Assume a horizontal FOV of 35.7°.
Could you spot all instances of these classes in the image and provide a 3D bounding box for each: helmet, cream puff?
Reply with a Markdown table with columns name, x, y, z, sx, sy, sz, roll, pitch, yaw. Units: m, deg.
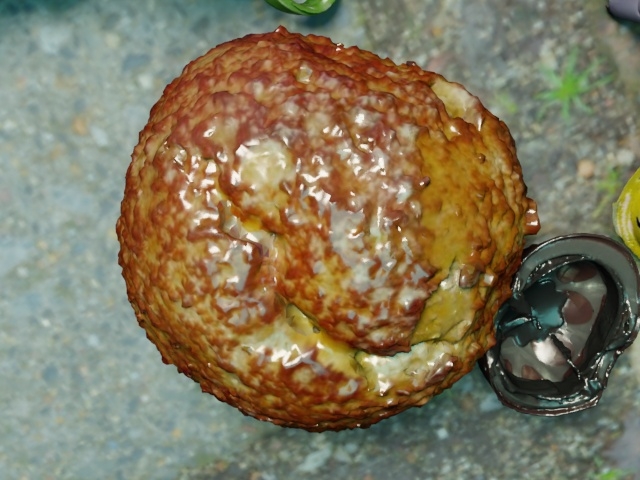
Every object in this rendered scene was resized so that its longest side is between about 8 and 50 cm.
| name | x | y | z | sx | sy | sz | roll | pitch | yaw |
| --- | --- | --- | --- | --- | --- | --- | --- | --- | --- |
| helmet | 0.143 | 0.047 | 0.631 | 0.098 | 0.070 | 0.123 | 16 | 100 | -15 |
| cream puff | 0.000 | 0.001 | 0.559 | 0.240 | 0.164 | 0.240 | 0 | 99 | -3 |

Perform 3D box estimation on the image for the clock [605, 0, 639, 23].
| name | x | y | z | sx | sy | sz | roll | pitch | yaw |
| --- | --- | --- | --- | --- | --- | --- | --- | --- | --- |
| clock | 0.280 | -0.176 | 0.565 | 0.193 | 0.073 | 0.145 | 11 | 108 | -7 |

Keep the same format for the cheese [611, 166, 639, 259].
| name | x | y | z | sx | sy | sz | roll | pitch | yaw |
| --- | --- | --- | --- | --- | --- | --- | --- | --- | --- |
| cheese | 0.246 | -0.050 | 0.576 | 0.156 | 0.064 | 0.250 | -12 | 135 | 12 |

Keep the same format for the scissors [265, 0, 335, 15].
| name | x | y | z | sx | sy | sz | roll | pitch | yaw |
| --- | --- | --- | --- | --- | --- | --- | --- | --- | --- |
| scissors | -0.052 | -0.160 | 0.500 | 0.027 | 0.204 | 0.101 | 14 | 112 | 36 |
